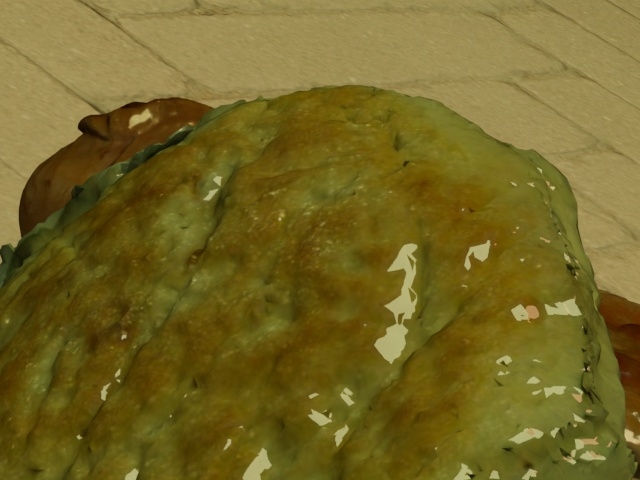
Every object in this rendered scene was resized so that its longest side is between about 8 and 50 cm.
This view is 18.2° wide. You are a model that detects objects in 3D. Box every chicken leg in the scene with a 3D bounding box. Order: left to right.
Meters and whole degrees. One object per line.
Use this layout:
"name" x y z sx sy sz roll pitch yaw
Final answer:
"chicken leg" 0.000 0.000 1.379 0.409 0.182 0.295 -8 -27 42

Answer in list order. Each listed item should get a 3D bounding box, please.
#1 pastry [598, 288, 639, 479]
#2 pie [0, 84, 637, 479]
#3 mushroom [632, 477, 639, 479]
"pastry" 0.209 0.135 1.464 0.330 0.136 0.329 18 18 -6
"pie" -0.030 0.088 1.013 0.180 0.418 0.395 50 31 -33
"mushroom" 0.151 0.192 1.264 0.351 0.095 0.123 6 0 4
